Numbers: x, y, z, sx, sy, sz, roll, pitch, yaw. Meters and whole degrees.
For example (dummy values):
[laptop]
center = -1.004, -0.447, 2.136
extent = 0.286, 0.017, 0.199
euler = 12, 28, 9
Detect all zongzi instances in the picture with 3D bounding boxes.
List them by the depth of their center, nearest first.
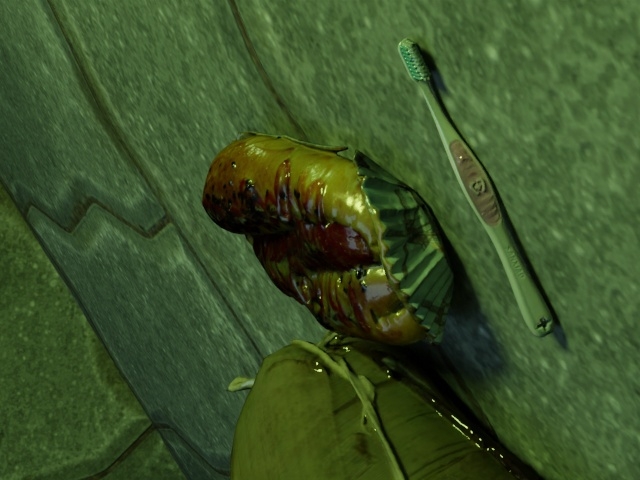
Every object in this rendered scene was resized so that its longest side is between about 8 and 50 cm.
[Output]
[zongzi]
center = -0.045, 0.255, 0.831
extent = 0.500, 0.467, 0.218
euler = 43, 136, 37

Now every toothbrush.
[toothbrush]
center = 0.094, -0.029, 0.703
extent = 0.204, 0.017, 0.022
euler = 62, 179, -16

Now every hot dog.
[hot dog]
center = 0.000, 0.000, 0.876
extent = 0.270, 0.082, 0.162
euler = 18, 140, 59
